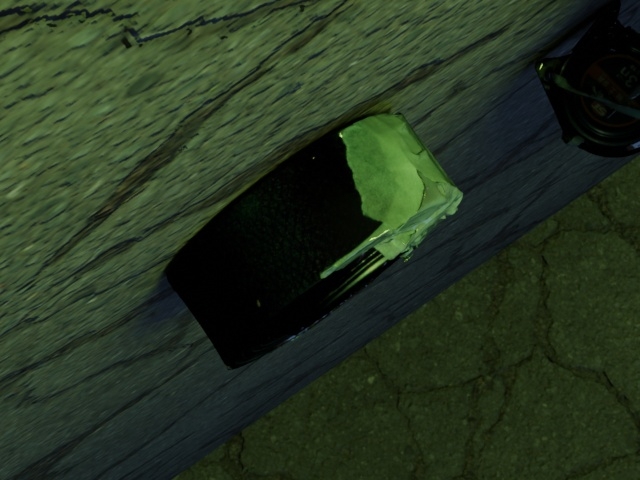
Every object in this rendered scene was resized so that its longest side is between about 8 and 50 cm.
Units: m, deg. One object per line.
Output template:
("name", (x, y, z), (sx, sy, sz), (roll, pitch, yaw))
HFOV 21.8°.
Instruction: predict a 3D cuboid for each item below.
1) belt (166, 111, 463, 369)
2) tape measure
("belt", (0.000, 0.000, 0.980), (0.151, 0.078, 0.198), (-26, 167, -43))
("tape measure", (0.197, -0.103, 1.135), (0.091, 0.094, 0.054), (-37, 171, 8))
